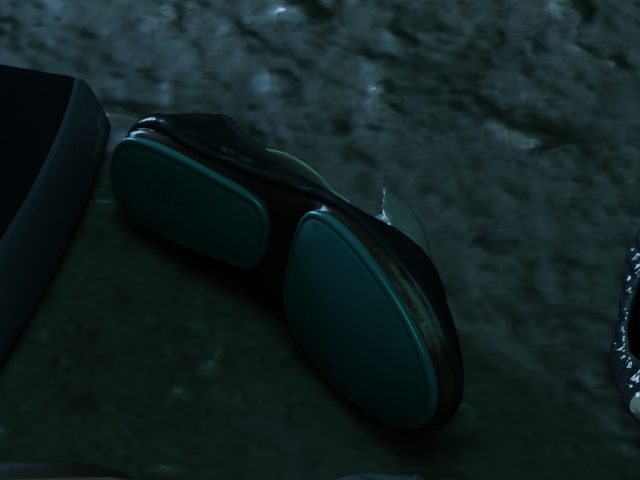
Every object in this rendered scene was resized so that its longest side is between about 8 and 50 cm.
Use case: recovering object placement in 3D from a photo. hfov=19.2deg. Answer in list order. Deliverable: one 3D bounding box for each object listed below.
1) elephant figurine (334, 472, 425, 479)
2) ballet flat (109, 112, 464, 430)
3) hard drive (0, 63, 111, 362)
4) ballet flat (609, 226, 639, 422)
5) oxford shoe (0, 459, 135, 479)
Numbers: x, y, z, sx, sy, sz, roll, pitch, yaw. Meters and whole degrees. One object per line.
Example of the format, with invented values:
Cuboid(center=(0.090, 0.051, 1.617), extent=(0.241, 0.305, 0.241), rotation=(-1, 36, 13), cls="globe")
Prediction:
Cuboid(center=(-0.053, 0.189, 0.798), extent=(0.239, 0.186, 0.169), rotation=(-16, 2, 15), cls="elephant figurine")
Cuboid(center=(0.000, 0.000, 1.054), extent=(0.096, 0.095, 0.280), rotation=(-19, 45, -41), cls="ballet flat")
Cuboid(center=(-0.230, -0.020, 1.079), extent=(0.172, 0.054, 0.254), rotation=(11, 42, 8), cls="hard drive")
Cuboid(center=(0.191, 0.041, 1.052), extent=(0.057, 0.049, 0.173), rotation=(5, 42, 2), cls="ballet flat")
Cuboid(center=(-0.250, 0.130, 0.858), extent=(0.364, 0.130, 0.132), rotation=(-4, 36, -10), cls="oxford shoe")
